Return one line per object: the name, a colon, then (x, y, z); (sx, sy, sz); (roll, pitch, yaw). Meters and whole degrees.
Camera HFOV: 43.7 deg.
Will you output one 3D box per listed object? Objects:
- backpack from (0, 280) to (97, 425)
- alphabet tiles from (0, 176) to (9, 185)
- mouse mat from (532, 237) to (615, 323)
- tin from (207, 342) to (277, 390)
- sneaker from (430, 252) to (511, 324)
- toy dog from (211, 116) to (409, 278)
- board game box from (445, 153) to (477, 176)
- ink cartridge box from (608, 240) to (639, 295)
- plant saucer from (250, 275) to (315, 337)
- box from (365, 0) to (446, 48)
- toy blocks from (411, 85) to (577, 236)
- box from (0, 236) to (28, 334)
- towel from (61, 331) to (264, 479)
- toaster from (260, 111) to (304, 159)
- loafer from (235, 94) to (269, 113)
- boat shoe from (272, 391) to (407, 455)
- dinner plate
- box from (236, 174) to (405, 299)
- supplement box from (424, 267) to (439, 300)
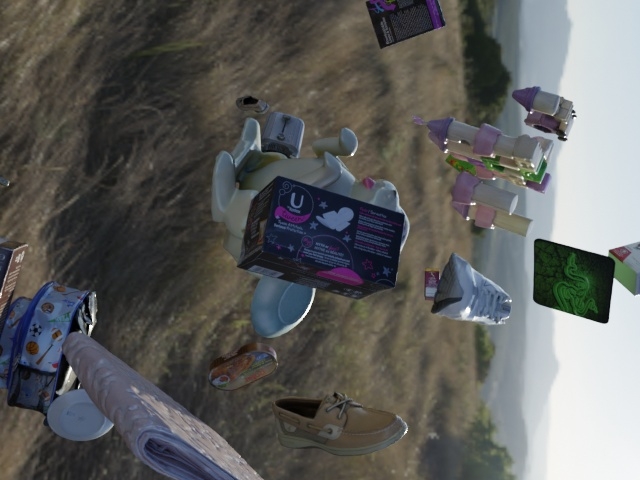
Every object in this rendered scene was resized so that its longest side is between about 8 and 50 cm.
backpack: (-0.612, 0.225, 1.795); (0.276, 0.213, 0.263); (-104, -144, -69)
alphabet tiles: (-0.607, -0.148, 1.108); (0.285, 0.342, 0.011); (33, 72, -45)
mouse mat: (0.478, 0.079, 1.518); (0.007, 0.152, 0.190); (-53, 145, -33)
tin: (-0.197, 0.320, 2.018); (0.106, 0.189, 0.040); (53, 19, -33)
sneaker: (0.271, 0.095, 1.390); (0.111, 0.129, 0.297); (-69, 164, 3)
toy dog: (-0.011, -0.049, 1.735); (0.284, 0.407, 0.395); (-60, 159, -66)
board game box: (0.405, -0.228, 2.144); (0.043, 0.092, 0.181); (-52, 178, -13)
ink cartridge box: (0.639, 0.045, 1.534); (0.099, 0.135, 0.056); (-119, -163, -58)
plant saucer: (-0.065, 0.122, 1.677); (0.195, 0.037, 0.195); (-30, 132, -40)
box: (0.198, -0.526, 1.850); (0.029, 0.162, 0.116); (-47, 120, -73)
toy blocks: (0.355, -0.201, 1.703); (0.309, 0.260, 0.288); (-67, 154, -3)
box: (-0.707, 0.164, 1.492); (0.143, 0.191, 0.381); (-147, -106, -80)
towel: (-0.187, 0.268, 1.065); (0.053, 0.332, 0.317); (-51, 123, -12)
toaster: (-0.121, -0.264, 2.308); (0.227, 0.129, 0.146); (109, -4, -56)
loafer: (-0.187, -0.368, 2.117); (0.045, 0.125, 0.039); (-57, 135, -10)
boat shoe: (0.030, 0.406, 1.797); (0.121, 0.341, 0.110); (-35, 112, -54)
dinner plate: (-0.498, 0.370, 1.669); (0.017, 0.141, 0.141); (-115, -168, -59)
box: (0.000, 0.000, 1.406); (0.163, 0.247, 0.142); (151, -47, -65)
supplement box: (0.316, 0.125, 2.254); (0.055, 0.043, 0.083); (59, 33, -74)
